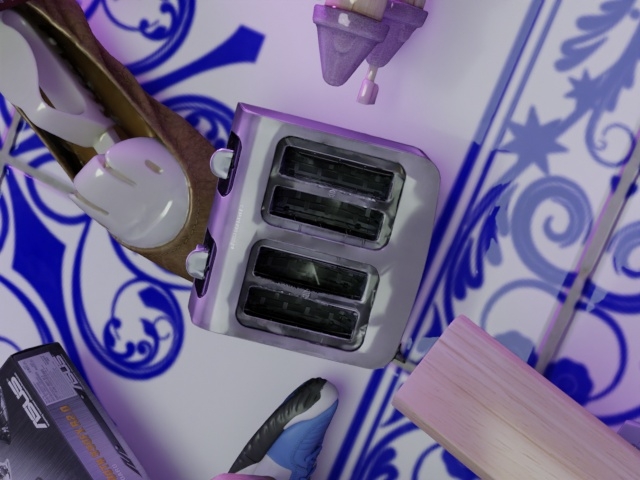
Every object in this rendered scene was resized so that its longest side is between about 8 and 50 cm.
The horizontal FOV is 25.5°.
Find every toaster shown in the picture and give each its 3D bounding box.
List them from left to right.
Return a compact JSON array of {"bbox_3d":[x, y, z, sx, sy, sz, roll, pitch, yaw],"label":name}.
[{"bbox_3d":[0.000,0.000,1.050,0.185,0.110,0.168,15,97,-4],"label":"toaster"}]

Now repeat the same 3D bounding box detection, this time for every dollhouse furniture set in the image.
[{"bbox_3d":[0.056,0.269,0.907,0.362,0.256,0.394,38,90,19],"label":"dollhouse furniture set"}]

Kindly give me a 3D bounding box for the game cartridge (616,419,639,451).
[{"bbox_3d":[0.248,0.172,1.041,0.083,0.017,0.056,37,110,15],"label":"game cartridge"}]

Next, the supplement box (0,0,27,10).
[{"bbox_3d":[-0.229,-0.259,1.096,0.239,0.073,0.130,-21,63,-1],"label":"supplement box"}]

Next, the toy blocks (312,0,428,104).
[{"bbox_3d":[0.054,-0.221,0.940,0.309,0.288,0.260,19,95,17],"label":"toy blocks"}]

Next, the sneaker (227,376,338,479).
[{"bbox_3d":[-0.033,0.198,1.128,0.081,0.080,0.211,34,116,9],"label":"sneaker"}]

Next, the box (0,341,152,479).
[{"bbox_3d":[-0.216,0.228,1.171,0.231,0.056,0.183,53,125,16],"label":"box"}]

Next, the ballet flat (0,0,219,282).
[{"bbox_3d":[-0.179,-0.088,1.129,0.116,0.124,0.342,-42,80,20],"label":"ballet flat"}]
